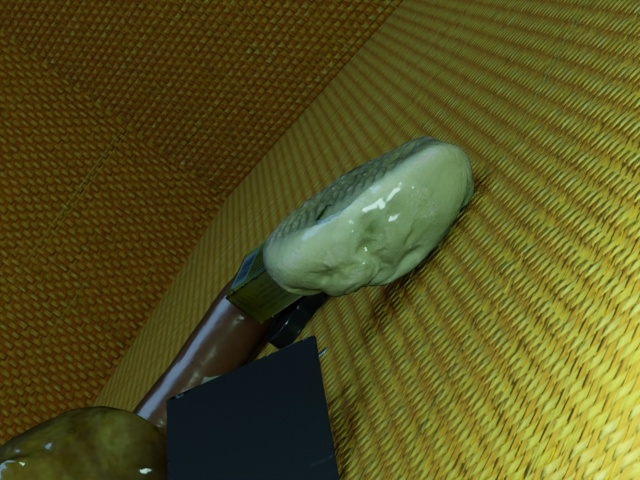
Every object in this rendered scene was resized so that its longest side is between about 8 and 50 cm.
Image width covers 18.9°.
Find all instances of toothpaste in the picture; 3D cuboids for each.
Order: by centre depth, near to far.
[{"bbox_3d":[0.000,0.000,2.319,0.313,0.071,0.089,-35,23,48],"label":"toothpaste"}]

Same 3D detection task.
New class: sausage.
[{"bbox_3d":[-0.149,0.163,2.569,0.419,0.094,0.094,-53,-36,0],"label":"sausage"}]

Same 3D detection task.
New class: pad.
[{"bbox_3d":[-0.066,0.184,1.737,0.164,0.004,0.243,-24,31,9],"label":"pad"}]

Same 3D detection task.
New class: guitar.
[{"bbox_3d":[0.011,0.041,2.382,0.233,0.025,0.088,-50,9,16],"label":"guitar"}]

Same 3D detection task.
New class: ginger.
[{"bbox_3d":[-0.257,0.279,2.027,0.200,0.269,0.223,93,-164,-54],"label":"ginger"}]

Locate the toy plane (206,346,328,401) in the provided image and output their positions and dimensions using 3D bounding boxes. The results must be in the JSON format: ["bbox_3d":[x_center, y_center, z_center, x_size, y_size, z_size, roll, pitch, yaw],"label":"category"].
[{"bbox_3d":[-0.081,0.208,1.949,0.212,0.088,0.267,-40,-9,-19],"label":"toy plane"}]

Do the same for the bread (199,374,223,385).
[{"bbox_3d":[-0.062,0.195,2.131,0.152,0.105,0.077,-12,28,27],"label":"bread"}]

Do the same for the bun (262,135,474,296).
[{"bbox_3d":[0.058,-0.015,1.987,0.237,0.116,0.210,-28,9,13],"label":"bun"}]
